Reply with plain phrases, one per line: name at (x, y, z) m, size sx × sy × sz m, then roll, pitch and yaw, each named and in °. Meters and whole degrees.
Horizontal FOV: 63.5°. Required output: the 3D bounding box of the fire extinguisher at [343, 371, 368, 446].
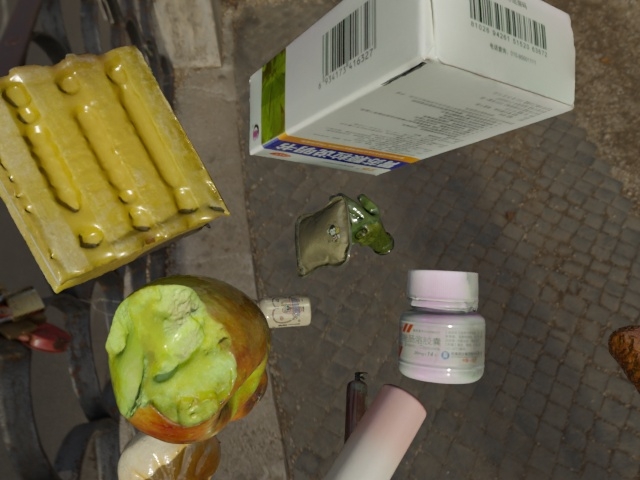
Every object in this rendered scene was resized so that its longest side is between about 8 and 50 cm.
fire extinguisher at (0.124, 0.547, 1.693) m, size 0.089 × 0.072 × 0.267 m, roll 33°, pitch 43°, yaw -29°

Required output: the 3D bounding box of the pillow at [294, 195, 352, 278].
pillow at (-0.001, 0.000, 0.957) m, size 0.033 × 0.218 × 0.130 m, roll 3°, pitch 80°, yaw -28°

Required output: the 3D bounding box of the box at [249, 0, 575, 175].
box at (0.077, -0.160, 0.555) m, size 0.200 × 0.300 × 0.106 m, roll 4°, pitch 83°, yaw -33°

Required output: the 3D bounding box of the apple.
apple at (-0.203, 0.168, 0.771) m, size 0.226 × 0.246 × 0.246 m, roll 31°, pitch 59°, yaw 14°

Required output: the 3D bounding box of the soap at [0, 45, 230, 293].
soap at (-0.358, -0.118, 0.838) m, size 0.294 × 0.156 × 0.334 m, roll -31°, pitch 95°, yaw -31°

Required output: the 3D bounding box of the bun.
bun at (-0.429, 0.669, 1.508) m, size 0.299 × 0.298 × 0.164 m, roll -19°, pitch 41°, yaw -13°

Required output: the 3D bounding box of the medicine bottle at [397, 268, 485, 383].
medicine bottle at (0.343, 0.236, 1.471) m, size 0.242 × 0.241 × 0.301 m, roll 3°, pitch 85°, yaw 2°

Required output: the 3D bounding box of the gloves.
gloves at (0.128, -0.049, 1.538) m, size 0.135 × 0.268 × 0.107 m, roll -47°, pitch 29°, yaw 4°

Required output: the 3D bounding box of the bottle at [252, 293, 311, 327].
bottle at (-0.139, 0.209, 1.539) m, size 0.210 × 0.096 × 0.110 m, roll -1°, pitch 16°, yaw -13°

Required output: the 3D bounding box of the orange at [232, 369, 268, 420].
orange at (-0.266, 0.468, 1.643) m, size 0.170 × 0.224 × 0.224 m, roll 23°, pitch 56°, yaw 23°

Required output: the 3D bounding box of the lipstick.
lipstick at (0.048, 0.375, 0.789) m, size 0.087 × 0.087 × 0.326 m, roll 30°, pitch 59°, yaw 21°

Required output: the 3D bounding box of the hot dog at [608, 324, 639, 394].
hot dog at (0.302, 0.116, 0.472) m, size 0.035 × 0.058 × 0.083 m, roll -1°, pitch 50°, yaw -22°
